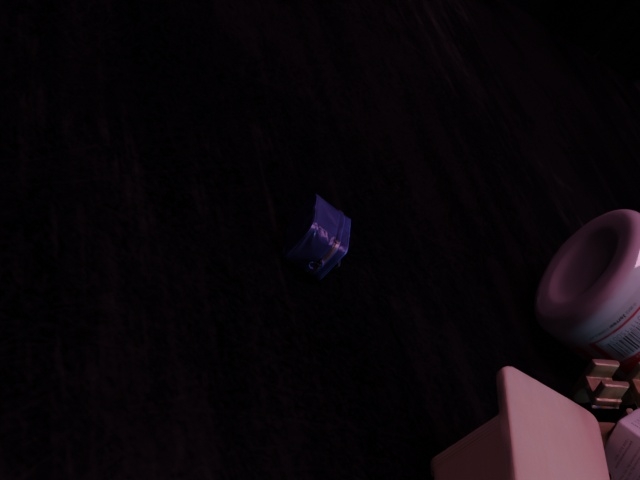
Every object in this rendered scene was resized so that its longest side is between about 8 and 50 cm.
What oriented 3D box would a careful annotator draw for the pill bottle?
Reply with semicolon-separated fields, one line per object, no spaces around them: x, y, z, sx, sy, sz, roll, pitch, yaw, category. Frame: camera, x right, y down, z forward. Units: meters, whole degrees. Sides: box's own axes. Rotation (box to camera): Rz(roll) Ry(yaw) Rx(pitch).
0.549;0.153;1.516;0.408;0.229;0.229;37;31;-14;pill bottle

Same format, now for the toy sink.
0.213;0.280;1.050;0.153;0.131;0.234;31;37;-23;toy sink

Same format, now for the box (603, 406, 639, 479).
0.396;0.316;1.131;0.182;0.180;0.119;35;22;28;box

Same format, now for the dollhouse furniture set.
0.473;0.305;1.374;0.242;0.161;0.212;6;42;-16;dollhouse furniture set

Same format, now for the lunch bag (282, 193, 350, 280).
0.000;0.000;1.200;0.065;0.067;0.098;33;33;-18;lunch bag
